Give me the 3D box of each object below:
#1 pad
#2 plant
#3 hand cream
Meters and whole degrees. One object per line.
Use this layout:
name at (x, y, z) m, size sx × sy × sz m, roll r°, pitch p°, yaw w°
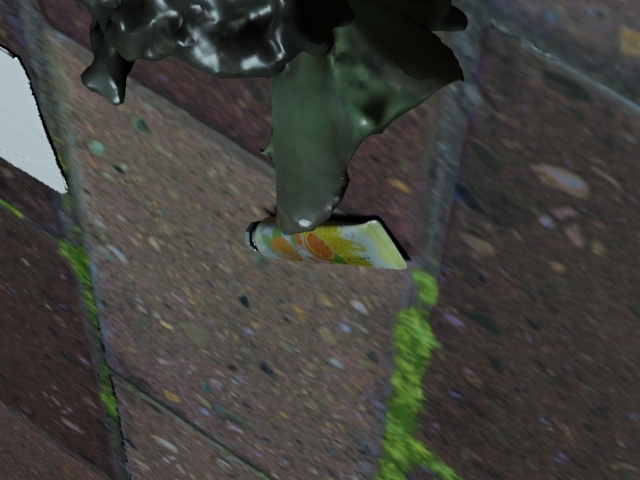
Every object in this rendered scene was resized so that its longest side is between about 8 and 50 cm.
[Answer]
pad at (-0.254, -0.117, 1.206) m, size 0.232 × 0.004 × 0.156 m, roll 30°, pitch 158°, yaw 20°
plant at (-0.025, -0.111, 0.692) m, size 0.131 × 0.142 × 0.203 m, roll -2°, pitch 124°, yaw 47°
hand cream at (0.000, 0.000, 1.023) m, size 0.102 × 0.022 × 0.035 m, roll 6°, pitch 137°, yaw 46°
